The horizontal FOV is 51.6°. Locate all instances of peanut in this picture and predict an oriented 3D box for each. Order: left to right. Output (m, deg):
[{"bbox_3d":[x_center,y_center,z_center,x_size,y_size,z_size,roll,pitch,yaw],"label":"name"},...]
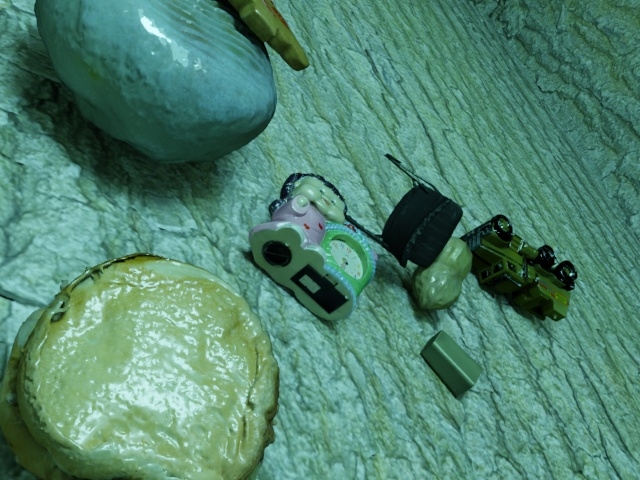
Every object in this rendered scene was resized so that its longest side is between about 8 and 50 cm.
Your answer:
[{"bbox_3d":[0.217,0.056,1.172,0.090,0.098,0.214,54,33,-11],"label":"peanut"}]

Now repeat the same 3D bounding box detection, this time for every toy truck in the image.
[{"bbox_3d":[0.396,0.064,1.353,0.257,0.127,0.127,35,49,-16],"label":"toy truck"}]

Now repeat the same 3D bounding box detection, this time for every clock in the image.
[{"bbox_3d":[0.000,0.000,0.986,0.194,0.100,0.195,43,34,-13],"label":"clock"}]

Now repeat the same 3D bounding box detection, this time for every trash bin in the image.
[{"bbox_3d":[0.209,0.195,1.062,0.092,0.043,0.061,48,32,4],"label":"trash bin"}]

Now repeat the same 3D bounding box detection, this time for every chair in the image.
[{"bbox_3d":[0.158,-0.027,1.071,0.145,0.140,0.221,30,8,-27],"label":"chair"}]

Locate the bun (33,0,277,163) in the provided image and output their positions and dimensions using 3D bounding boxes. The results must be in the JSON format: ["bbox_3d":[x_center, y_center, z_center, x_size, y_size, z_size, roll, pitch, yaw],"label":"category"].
[{"bbox_3d":[-0.219,-0.254,0.896,0.362,0.211,0.362,35,32,-26],"label":"bun"}]

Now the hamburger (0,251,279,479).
[{"bbox_3d":[-0.164,0.128,0.608,0.286,0.146,0.243,50,35,16],"label":"hamburger"}]

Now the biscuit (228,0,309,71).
[{"bbox_3d":[-0.096,-0.345,0.945,0.212,0.041,0.239,40,19,-33],"label":"biscuit"}]
